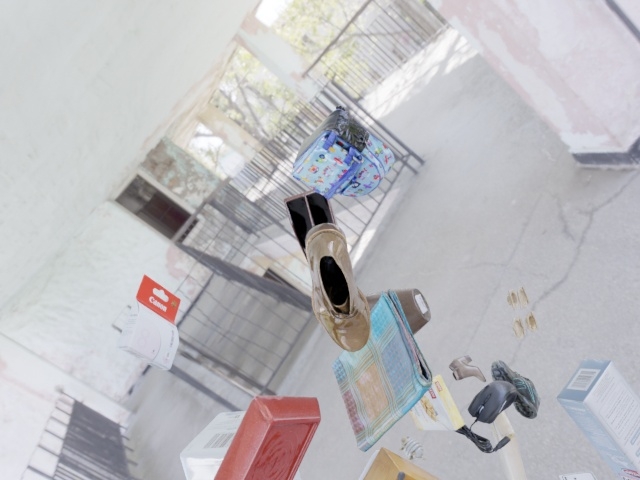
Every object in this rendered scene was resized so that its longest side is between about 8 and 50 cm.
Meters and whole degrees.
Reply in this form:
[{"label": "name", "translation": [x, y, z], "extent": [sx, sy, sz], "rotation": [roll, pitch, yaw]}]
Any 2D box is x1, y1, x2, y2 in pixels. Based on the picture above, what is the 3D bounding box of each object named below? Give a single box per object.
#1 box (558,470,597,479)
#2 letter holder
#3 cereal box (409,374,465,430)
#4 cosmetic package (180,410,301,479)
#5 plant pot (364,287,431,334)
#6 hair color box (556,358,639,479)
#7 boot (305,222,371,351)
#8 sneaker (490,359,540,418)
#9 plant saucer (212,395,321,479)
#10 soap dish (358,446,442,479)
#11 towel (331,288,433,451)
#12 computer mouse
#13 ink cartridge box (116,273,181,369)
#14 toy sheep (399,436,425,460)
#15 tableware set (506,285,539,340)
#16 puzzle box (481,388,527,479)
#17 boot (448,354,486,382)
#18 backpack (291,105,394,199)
[{"label": "box", "translation": [0.696, 0.761, 1.221], "extent": [0.087, 0.289, 0.169], "rotation": [-15, 3, 12]}, {"label": "letter holder", "translation": [0.000, 0.000, 1.699], "extent": [0.152, 0.301, 0.214], "rotation": [-18, 55, 3]}, {"label": "cereal box", "translation": [0.364, 0.550, 1.644], "extent": [0.047, 0.173, 0.240], "rotation": [-20, -13, -25]}, {"label": "cosmetic package", "translation": [-0.307, 0.949, 1.990], "extent": [0.330, 0.393, 0.327], "rotation": [-11, 6, 19]}, {"label": "plant pot", "translation": [0.215, 0.241, 1.519], "extent": [0.230, 0.215, 0.215], "rotation": [-29, 24, 25]}, {"label": "hair color box", "translation": [0.941, 0.579, 1.546], "extent": [0.185, 0.374, 0.113], "rotation": [-41, 4, -22]}, {"label": "boot", "translation": [0.035, 0.124, 0.947], "extent": [0.112, 0.305, 0.115], "rotation": [-15, 32, 4]}, {"label": "sneaker", "translation": [0.789, 0.585, 1.973], "extent": [0.106, 0.267, 0.101], "rotation": [-36, 1, -31]}, {"label": "plant saucer", "translation": [-0.103, 0.443, 0.983], "extent": [0.048, 0.258, 0.259], "rotation": [24, 86, 32]}, {"label": "soap dish", "translation": [0.229, 0.760, 1.404], "extent": [0.229, 0.291, 0.118], "rotation": [-58, 26, -11]}, {"label": "towel", "translation": [0.140, 0.342, 1.255], "extent": [0.370, 0.040, 0.271], "rotation": [-62, 35, 40]}, {"label": "computer mouse", "translation": [0.562, 0.557, 1.579], "extent": [0.262, 0.060, 0.184], "rotation": [-33, 34, -16]}, {"label": "ink cartridge box", "translation": [-0.486, 0.243, 1.450], "extent": [0.066, 0.189, 0.232], "rotation": [-1, 58, 26]}, {"label": "toy sheep", "translation": [0.406, 0.919, 2.148], "extent": [0.091, 0.091, 0.132], "rotation": [-51, 51, 3]}, {"label": "tableware set", "translation": [0.572, 0.204, 1.387], "extent": [0.020, 0.141, 0.169], "rotation": [-21, -11, 42]}, {"label": "puzzle box", "translation": [0.710, 0.801, 1.848], "extent": [0.052, 0.408, 0.272], "rotation": [-17, 18, 9]}, {"label": "boot", "translation": [0.502, 0.457, 1.684], "extent": [0.087, 0.118, 0.042], "rotation": [-30, -21, -13]}, {"label": "backpack", "translation": [0.050, -0.150, 0.966], "extent": [0.158, 0.173, 0.116], "rotation": [-35, 28, 48]}]
